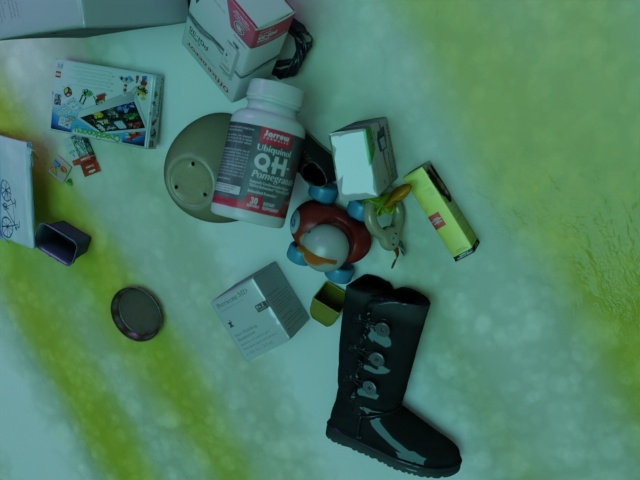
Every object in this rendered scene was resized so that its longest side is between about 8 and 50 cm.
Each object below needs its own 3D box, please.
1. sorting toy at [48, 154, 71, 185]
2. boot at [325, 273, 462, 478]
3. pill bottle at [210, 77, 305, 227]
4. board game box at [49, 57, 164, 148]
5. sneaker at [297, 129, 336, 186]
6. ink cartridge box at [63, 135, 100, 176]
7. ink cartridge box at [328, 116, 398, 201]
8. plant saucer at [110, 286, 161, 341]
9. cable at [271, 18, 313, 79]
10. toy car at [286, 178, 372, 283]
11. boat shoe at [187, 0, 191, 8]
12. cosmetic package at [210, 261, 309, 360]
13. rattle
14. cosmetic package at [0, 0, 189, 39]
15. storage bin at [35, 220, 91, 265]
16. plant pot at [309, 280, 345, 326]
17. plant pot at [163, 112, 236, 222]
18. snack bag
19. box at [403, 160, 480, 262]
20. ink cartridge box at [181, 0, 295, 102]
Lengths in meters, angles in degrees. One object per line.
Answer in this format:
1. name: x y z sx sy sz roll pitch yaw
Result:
1. sorting toy: -0.728 -0.192 2.141 0.083 0.012 0.062 40 115 5
2. boot: 0.212 0.339 1.898 0.366 0.146 0.446 14 106 14
3. pill bottle: -0.134 -0.198 1.735 0.176 0.176 0.319 14 93 16
4. board game box: -0.565 -0.360 1.994 0.305 0.053 0.193 13 102 16
5. sneaker: -0.053 -0.211 1.828 0.222 0.118 0.083 31 114 9
6. ink cartridge box: -0.657 -0.235 2.092 0.062 0.029 0.115 -17 99 23
7. ink cartridge box: 0.101 -0.189 1.727 0.093 0.212 0.154 -7 103 19
8. plant saucer: -0.525 0.209 2.181 0.168 0.029 0.169 6 107 19
9. cable: -0.110 -0.476 1.814 0.184 0.047 0.151 35 123 11
10. toy car: 0.000 0.000 1.807 0.210 0.238 0.219 25 113 12
11. boat shoe: -0.235 -0.625 1.777 0.089 0.109 0.258 35 117 4
12. cosmetic package: -0.154 0.182 1.967 0.151 0.151 0.184 -31 94 24
13. rattle: 0.192 -0.033 1.780 0.142 0.130 0.200 -12 101 33
14. cosmetic package: -0.570 -0.638 1.733 0.393 0.329 0.328 4 107 34
15. storage bin: -0.727 0.005 2.158 0.135 0.091 0.098 29 114 11
16. plant pot: 0.019 0.172 1.942 0.081 0.081 0.083 31 130 9
17. plant pot: -0.278 -0.163 1.887 0.284 0.191 0.284 6 109 18
18. snack bag: -0.923 -0.147 2.164 0.342 0.037 0.323 16 111 33
19. box: 0.284 -0.069 1.766 0.058 0.087 0.232 -30 95 25
20. ink cartridge box: -0.192 -0.477 1.711 0.207 0.117 0.283 50 151 8
